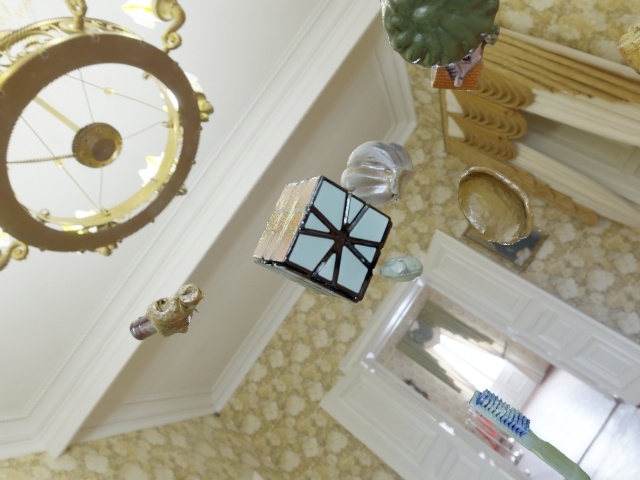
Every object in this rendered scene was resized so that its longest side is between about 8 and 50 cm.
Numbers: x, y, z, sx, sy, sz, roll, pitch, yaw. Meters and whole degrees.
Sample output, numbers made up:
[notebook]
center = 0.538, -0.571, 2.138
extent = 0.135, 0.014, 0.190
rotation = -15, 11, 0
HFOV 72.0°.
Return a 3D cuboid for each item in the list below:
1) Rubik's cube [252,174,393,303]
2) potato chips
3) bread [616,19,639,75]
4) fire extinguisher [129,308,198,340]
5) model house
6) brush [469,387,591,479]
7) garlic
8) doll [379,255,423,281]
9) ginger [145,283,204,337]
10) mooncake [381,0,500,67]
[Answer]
[Rubik's cube]
center = 0.000, 0.000, 1.347
extent = 0.289, 0.283, 0.293
rotation = 31, -100, -25
[potato chips]
center = 0.423, -0.089, 1.051
extent = 0.062, 0.208, 0.195
rotation = -28, -53, -27
[bread]
center = 0.597, -0.283, 0.718
extent = 0.083, 0.211, 0.114
rotation = -45, 9, 3
[fire extinguisher]
center = -0.499, 0.261, 1.440
extent = 0.252, 0.106, 0.075
rotation = -27, -25, 12
[model house]
center = 0.567, -0.713, 1.724
extent = 0.237, 0.203, 0.237
rotation = -104, 19, -71
[brush]
center = 0.278, 0.257, 0.575
extent = 0.033, 0.179, 0.030
rotation = -37, -19, -55
[garlic]
center = 0.194, -0.230, 1.520
extent = 0.210, 0.292, 0.237
rotation = 3, -75, -48
[doll]
center = 0.223, 0.079, 1.197
extent = 0.214, 0.104, 0.071
rotation = -8, -95, -65
[ginger]
center = -0.304, 0.138, 0.909
extent = 0.096, 0.067, 0.165
rotation = 18, -52, -21
[mooncake]
center = 0.368, -0.734, 1.384
extent = 0.356, 0.357, 0.194
rotation = 97, 176, -45
